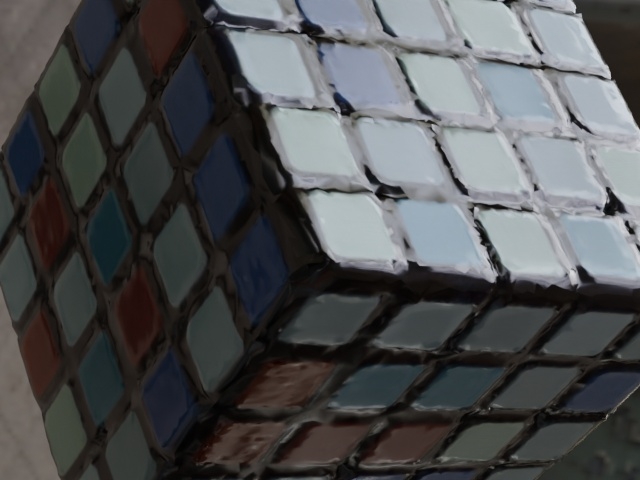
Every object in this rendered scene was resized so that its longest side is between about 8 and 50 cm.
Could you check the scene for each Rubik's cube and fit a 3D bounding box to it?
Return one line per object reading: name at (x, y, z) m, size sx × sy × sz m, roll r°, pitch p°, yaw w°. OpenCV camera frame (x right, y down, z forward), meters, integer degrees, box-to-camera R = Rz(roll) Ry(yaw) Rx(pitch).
Rubik's cube at (0.000, 0.000, 0.644) m, size 0.187 × 0.182 × 0.184 m, roll 4°, pitch 51°, yaw -34°
